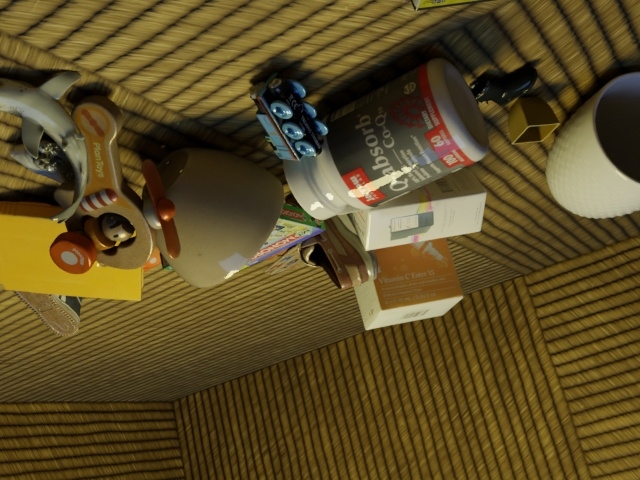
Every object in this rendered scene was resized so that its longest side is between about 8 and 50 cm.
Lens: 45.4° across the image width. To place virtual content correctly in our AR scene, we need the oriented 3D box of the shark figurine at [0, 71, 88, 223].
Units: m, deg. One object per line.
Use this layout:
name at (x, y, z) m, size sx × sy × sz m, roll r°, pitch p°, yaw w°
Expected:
shark figurine at (-0.443, -0.171, 1.266) m, size 0.166 × 0.278 × 0.116 m, roll -37°, pitch -149°, yaw -21°

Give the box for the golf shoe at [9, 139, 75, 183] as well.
golf shoe at (-0.502, -0.145, 1.425) m, size 0.086 × 0.069 × 0.176 m, roll 7°, pitch 166°, yaw 16°

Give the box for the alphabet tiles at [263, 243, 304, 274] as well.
alphabet tiles at (0.006, 0.013, 2.166) m, size 0.285 × 0.011 × 0.342 m, roll -17°, pitch 167°, yaw -40°

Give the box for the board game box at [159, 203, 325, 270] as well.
board game box at (-0.176, 0.001, 1.734) m, size 0.317 × 0.046 × 0.214 m, roll -26°, pitch 158°, yaw 31°

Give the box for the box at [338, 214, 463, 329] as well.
box at (0.186, 0.022, 1.907) m, size 0.215 × 0.345 × 0.168 m, roll -9°, pitch 160°, yaw -15°

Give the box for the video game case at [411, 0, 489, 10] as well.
video game case at (0.291, -0.448, 1.138) m, size 0.275 × 0.035 × 0.248 m, roll -11°, pitch 160°, yaw -11°

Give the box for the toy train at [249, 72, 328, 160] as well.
toy train at (-0.062, -0.221, 1.395) m, size 0.105 × 0.080 × 0.184 m, roll 9°, pitch 148°, yaw 36°

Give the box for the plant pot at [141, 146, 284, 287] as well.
plant pot at (-0.242, -0.075, 1.526) m, size 0.284 × 0.284 × 0.191 m, roll -26°, pitch 129°, yaw 31°

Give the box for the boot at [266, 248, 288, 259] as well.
boot at (-0.213, 0.012, 2.008) m, size 0.284 × 0.109 × 0.220 m, roll -26°, pitch 163°, yaw 13°

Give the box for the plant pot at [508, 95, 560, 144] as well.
plant pot at (0.460, -0.269, 1.681) m, size 0.082 × 0.083 × 0.081 m, roll -7°, pitch 160°, yaw -17°

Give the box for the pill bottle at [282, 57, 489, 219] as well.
pill bottle at (0.122, -0.184, 1.492) m, size 0.363 × 0.210 × 0.210 m, roll -25°, pitch 158°, yaw 27°

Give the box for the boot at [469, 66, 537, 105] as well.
boot at (0.366, -0.315, 1.554) m, size 0.099 × 0.045 × 0.121 m, roll 3°, pitch 155°, yaw -33°

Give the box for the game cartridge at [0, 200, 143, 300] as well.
game cartridge at (-0.548, 0.025, 1.658) m, size 0.324 × 0.052 × 0.285 m, roll 7°, pitch 141°, yaw -9°

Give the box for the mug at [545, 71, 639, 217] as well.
mug at (0.709, -0.220, 1.782) m, size 0.374 × 0.276 × 0.328 m, roll -41°, pitch 174°, yaw -18°

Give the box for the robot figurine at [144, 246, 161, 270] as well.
robot figurine at (-0.453, 0.023, 1.797) m, size 0.220 × 0.128 × 0.158 m, roll -21°, pitch 135°, yaw 20°

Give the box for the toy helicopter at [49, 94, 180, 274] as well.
toy helicopter at (-0.366, -0.091, 1.371) m, size 0.235 × 0.140 × 0.355 m, roll 9°, pitch 127°, yaw 8°

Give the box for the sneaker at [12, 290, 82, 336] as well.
sneaker at (-0.687, 0.099, 1.928) m, size 0.099 × 0.153 × 0.282 m, roll -14°, pitch 131°, yaw 7°

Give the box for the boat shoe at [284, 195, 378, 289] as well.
boat shoe at (0.000, 0.000, 1.798) m, size 0.116 × 0.324 × 0.123 m, roll -31°, pitch 137°, yaw -19°

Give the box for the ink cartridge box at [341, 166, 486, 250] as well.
ink cartridge box at (0.171, -0.095, 1.748) m, size 0.354 × 0.207 × 0.119 m, roll -9°, pitch 129°, yaw -13°
